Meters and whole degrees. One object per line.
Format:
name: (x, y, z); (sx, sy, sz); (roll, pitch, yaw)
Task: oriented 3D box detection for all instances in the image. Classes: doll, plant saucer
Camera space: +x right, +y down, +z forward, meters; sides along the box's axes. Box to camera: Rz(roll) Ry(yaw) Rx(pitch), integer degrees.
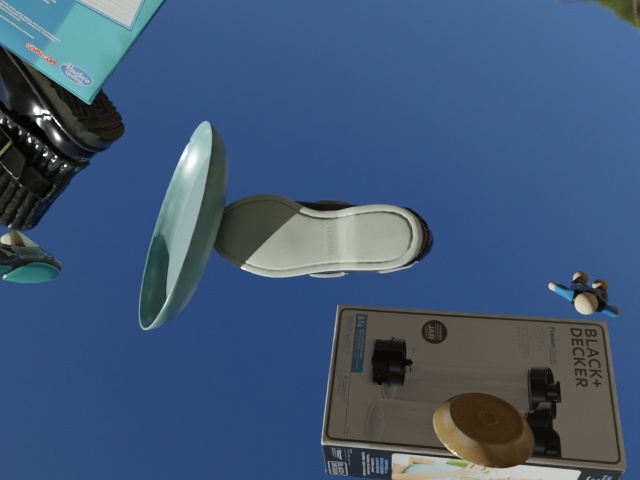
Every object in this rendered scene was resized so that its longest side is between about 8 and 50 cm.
doll: (0.471, 0.098, 1.318); (0.129, 0.046, 0.189); (23, -164, 16)
plant saucer: (0.134, 0.149, 0.602); (0.083, 0.015, 0.083); (6, -151, -3)
plant saucer: (-0.199, -0.019, 1.096); (0.043, 0.318, 0.318); (17, -131, -22)

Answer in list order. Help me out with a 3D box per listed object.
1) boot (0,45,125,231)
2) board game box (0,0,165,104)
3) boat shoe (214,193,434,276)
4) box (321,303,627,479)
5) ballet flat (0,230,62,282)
boot: (-0.480, -0.211, 1.120); (0.348, 0.260, 0.131); (58, -153, 4)
board game box: (-0.248, -0.339, 0.741); (0.253, 0.336, 0.079); (34, -148, -24)
boat shoe: (0.000, 0.000, 0.990); (0.302, 0.091, 0.115); (7, -92, 25)
box: (0.154, 0.164, 0.779); (0.289, 0.087, 0.169); (4, -127, 8)
ballet flat: (-0.383, 0.015, 0.900); (0.070, 0.188, 0.070); (-1, -95, 13)
